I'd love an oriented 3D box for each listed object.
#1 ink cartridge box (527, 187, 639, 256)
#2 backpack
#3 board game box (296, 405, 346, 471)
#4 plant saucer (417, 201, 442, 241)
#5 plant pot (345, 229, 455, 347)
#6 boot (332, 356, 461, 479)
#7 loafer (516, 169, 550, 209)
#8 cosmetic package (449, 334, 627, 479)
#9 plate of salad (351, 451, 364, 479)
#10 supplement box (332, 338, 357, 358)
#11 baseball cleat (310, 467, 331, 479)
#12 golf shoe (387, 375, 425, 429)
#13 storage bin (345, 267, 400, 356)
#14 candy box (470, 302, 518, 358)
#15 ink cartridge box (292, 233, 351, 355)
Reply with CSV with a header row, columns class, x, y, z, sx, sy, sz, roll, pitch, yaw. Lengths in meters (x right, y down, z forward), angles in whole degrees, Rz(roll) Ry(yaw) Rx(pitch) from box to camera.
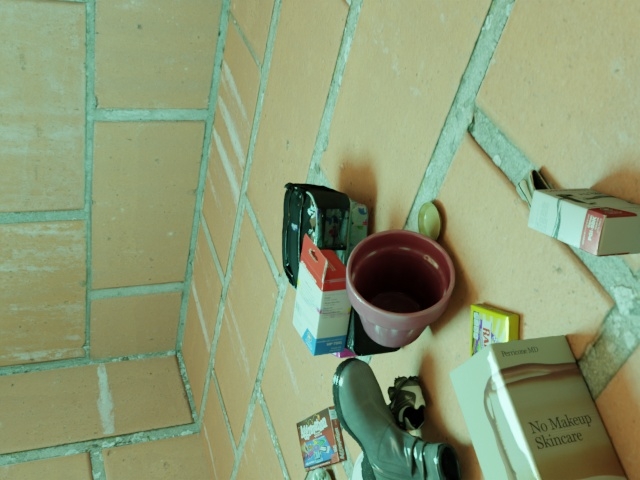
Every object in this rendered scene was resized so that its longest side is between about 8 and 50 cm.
class,x,y,z,sx,sy,sz,roll,pitch,yaw
ink cartridge box,0.358,-0.028,0.913,0.135,0.099,0.056,-143,53,-60
backpack,0.000,0.000,1.652,0.225,0.191,0.254,-152,68,-67
board game box,-0.002,0.564,1.953,0.281,0.027,0.145,131,133,-59
plant saucer,0.217,-0.034,1.356,0.083,0.015,0.084,177,90,-68
plant pot,0.147,0.109,1.341,0.180,0.201,0.201,90,163,-52
boot,0.163,0.384,1.345,0.222,0.118,0.338,-5,111,50
loafer,0.336,-0.059,1.037,0.125,0.045,0.039,-114,37,-45
cosmetic package,0.319,0.299,0.992,0.129,0.153,0.296,123,137,-52
plate of salad,0.119,0.601,1.642,0.200,0.048,0.200,-173,90,-72
supplement box,0.048,0.205,1.672,0.220,0.111,0.114,-170,78,-66
baseball cleat,0.019,0.729,1.897,0.109,0.072,0.206,105,158,-72
golf shoe,0.167,0.378,1.458,0.094,0.077,0.198,-120,33,-46
storage bin,0.108,0.150,1.506,0.084,0.122,0.180,-167,75,-66
candy box,0.296,0.219,1.189,0.105,0.027,0.206,12,105,63
ink cartridge box,0.007,0.112,1.478,0.134,0.078,0.231,-130,42,-54
